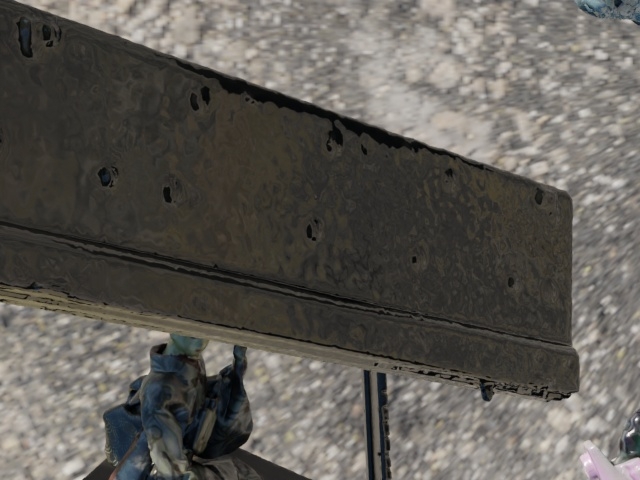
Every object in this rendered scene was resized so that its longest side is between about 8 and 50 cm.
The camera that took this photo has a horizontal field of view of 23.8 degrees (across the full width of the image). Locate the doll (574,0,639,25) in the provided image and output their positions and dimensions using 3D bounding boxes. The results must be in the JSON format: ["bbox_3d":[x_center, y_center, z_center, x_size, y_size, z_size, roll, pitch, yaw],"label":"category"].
[{"bbox_3d":[0.136,-0.114,0.599,0.075,0.180,0.120,-7,69,29],"label":"doll"}]

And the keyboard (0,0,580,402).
[{"bbox_3d":[0.000,0.000,0.551,0.018,0.310,0.101,-12,72,43],"label":"keyboard"}]

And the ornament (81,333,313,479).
[{"bbox_3d":[-0.079,0.112,1.043,0.153,0.166,0.196,19,119,17],"label":"ornament"}]

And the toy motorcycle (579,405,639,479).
[{"bbox_3d":[0.323,0.307,1.328,0.188,0.143,0.327,-26,90,1],"label":"toy motorcycle"}]

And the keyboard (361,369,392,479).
[{"bbox_3d":[0.042,0.116,1.081,0.018,0.060,0.195,-3,91,-6],"label":"keyboard"}]
